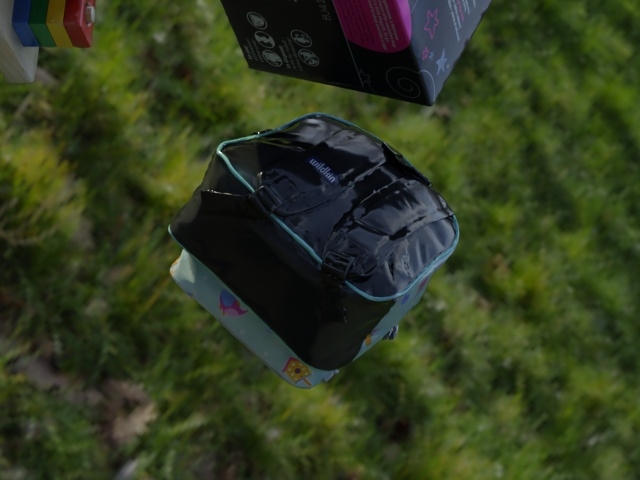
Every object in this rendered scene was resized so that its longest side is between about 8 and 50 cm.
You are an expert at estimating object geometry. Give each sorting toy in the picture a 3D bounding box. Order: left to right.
[{"bbox_3d":[-0.239,-0.302,1.331,0.257,0.089,0.256,76,16,-69],"label":"sorting toy"}]

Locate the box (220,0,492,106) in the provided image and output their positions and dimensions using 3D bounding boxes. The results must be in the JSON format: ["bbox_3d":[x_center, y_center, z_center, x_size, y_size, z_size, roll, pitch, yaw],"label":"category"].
[{"bbox_3d":[0.010,-0.234,1.052,0.163,0.142,0.247,15,-32,29],"label":"box"}]

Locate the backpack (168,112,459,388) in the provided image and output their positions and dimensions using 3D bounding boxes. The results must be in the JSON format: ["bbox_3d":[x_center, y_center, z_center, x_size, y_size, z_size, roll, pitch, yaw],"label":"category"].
[{"bbox_3d":[0.000,0.000,1.099,0.166,0.144,0.188,40,37,10],"label":"backpack"}]
